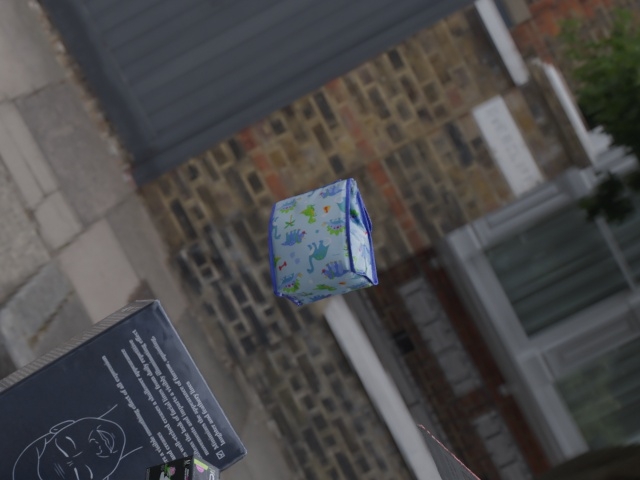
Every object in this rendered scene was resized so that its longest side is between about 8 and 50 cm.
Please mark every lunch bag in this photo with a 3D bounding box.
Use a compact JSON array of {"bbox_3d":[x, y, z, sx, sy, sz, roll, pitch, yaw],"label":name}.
[{"bbox_3d":[0.000,0.000,1.707,0.096,0.129,0.151,32,45,-60],"label":"lunch bag"}]

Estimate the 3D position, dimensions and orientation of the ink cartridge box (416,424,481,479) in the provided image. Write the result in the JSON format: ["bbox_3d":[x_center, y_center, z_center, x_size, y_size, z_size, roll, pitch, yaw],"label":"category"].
[{"bbox_3d":[0.155,0.198,0.664,0.225,0.056,0.181,42,-20,52],"label":"ink cartridge box"}]

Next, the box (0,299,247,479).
[{"bbox_3d":[-0.373,0.317,2.001,0.293,0.395,0.212,61,-18,-6],"label":"box"}]

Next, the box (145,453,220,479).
[{"bbox_3d":[-0.184,0.328,1.669,0.062,0.083,0.052,41,39,-44],"label":"box"}]
